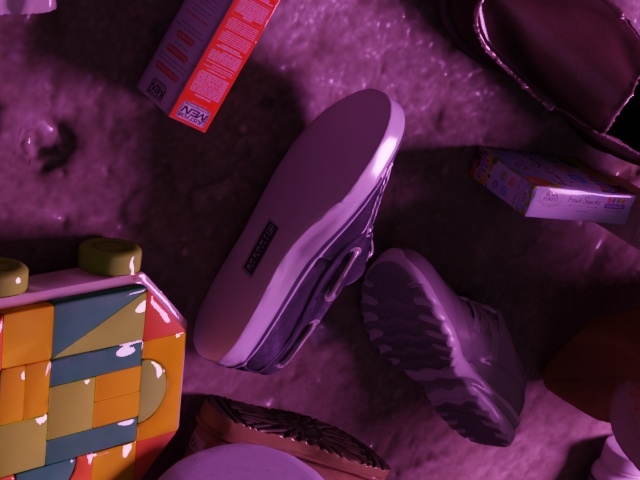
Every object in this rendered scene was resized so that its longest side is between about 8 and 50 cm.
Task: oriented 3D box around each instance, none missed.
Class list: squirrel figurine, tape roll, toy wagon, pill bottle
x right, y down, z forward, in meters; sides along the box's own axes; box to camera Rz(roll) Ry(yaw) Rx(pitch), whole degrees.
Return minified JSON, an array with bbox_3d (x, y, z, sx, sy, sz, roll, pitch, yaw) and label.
[{"bbox_3d":[0.502,0.105,1.586,0.370,0.281,0.397,-22,151,-30],"label":"squirrel figurine"},{"bbox_3d":[-0.077,0.299,1.325,0.219,0.219,0.072,-17,165,-25],"label":"tape roll"},{"bbox_3d":[-0.263,0.145,1.233,0.344,0.068,0.267,-11,113,-45],"label":"toy wagon"},{"bbox_3d":[0.361,0.313,1.776,0.078,0.078,0.137,-1,116,-32],"label":"pill bottle"}]

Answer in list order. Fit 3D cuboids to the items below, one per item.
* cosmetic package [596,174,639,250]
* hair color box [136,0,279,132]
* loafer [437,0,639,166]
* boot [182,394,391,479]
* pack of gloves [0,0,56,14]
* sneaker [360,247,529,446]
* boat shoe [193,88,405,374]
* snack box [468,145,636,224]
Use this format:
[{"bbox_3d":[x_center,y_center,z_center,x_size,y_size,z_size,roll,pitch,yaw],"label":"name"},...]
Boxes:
[{"bbox_3d":[0.328,-0.030,1.539,0.060,0.115,0.041,-1,115,-33],"label":"cosmetic package"},{"bbox_3d":[-0.093,-0.170,1.218,0.043,0.072,0.141,24,102,-39],"label":"hair color box"},{"bbox_3d":[0.260,-0.181,1.400,0.366,0.130,0.134,28,98,-40],"label":"loafer"},{"bbox_3d":[-0.084,0.303,1.485,0.236,0.089,0.269,21,102,-26],"label":"boot"},{"bbox_3d":[-0.285,-0.263,1.061,0.195,0.046,0.232,-13,122,-27],"label":"pack of gloves"},{"bbox_3d":[0.134,0.094,1.518,0.281,0.105,0.115,56,51,-38],"label":"sneaker"},{"bbox_3d":[0.000,0.000,1.352,0.102,0.108,0.301,23,104,-39],"label":"boat shoe"},{"bbox_3d":[0.236,-0.056,1.474,0.141,0.100,0.037,3,113,-34],"label":"snack box"}]
